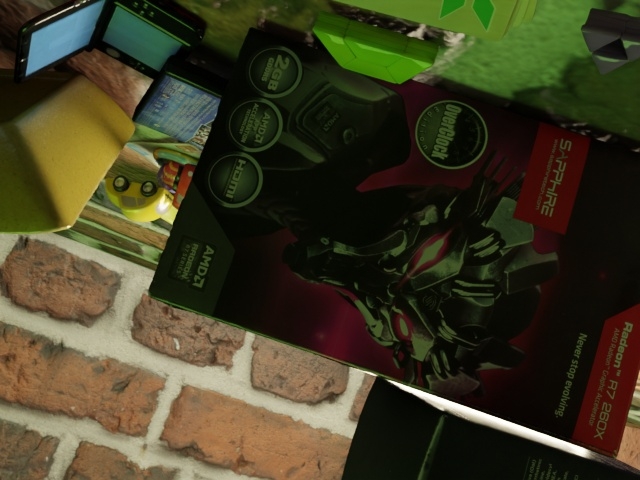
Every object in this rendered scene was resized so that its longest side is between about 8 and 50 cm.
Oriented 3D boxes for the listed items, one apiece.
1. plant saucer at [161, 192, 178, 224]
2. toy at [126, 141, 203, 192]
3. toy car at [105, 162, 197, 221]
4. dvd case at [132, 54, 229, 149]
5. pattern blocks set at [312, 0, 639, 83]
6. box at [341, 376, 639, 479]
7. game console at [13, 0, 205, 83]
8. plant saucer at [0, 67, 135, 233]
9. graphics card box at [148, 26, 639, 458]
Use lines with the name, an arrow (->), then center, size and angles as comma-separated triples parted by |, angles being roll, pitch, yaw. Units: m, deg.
plant saucer -> -0.201, -0.036, 1.132 | 0.241, 0.037, 0.241 | 17, 166, 5
toy -> -0.183, -0.089, 0.868 | 0.237, 0.056, 0.137 | 6, 159, 44
toy car -> -0.166, -0.031, 0.854 | 0.239, 0.053, 0.225 | 0, 159, 42
dvd case -> -0.065, -0.111, 0.656 | 0.253, 0.022, 0.180 | 20, 167, -24
pattern blocks set -> 0.038, -0.172, 0.320 | 0.325, 0.026, 0.285 | 19, 166, 0
box -> 0.141, 0.201, 0.488 | 0.207, 0.108, 0.153 | 21, 174, -12
game console -> -0.189, -0.163, 0.534 | 0.124, 0.085, 0.144 | 26, 165, -25
plant saucer -> -0.385, -0.115, 0.607 | 0.333, 0.080, 0.332 | 2, -155, -7
graphics card box -> 0.079, -0.001, 0.491 | 0.371, 0.232, 0.094 | 19, 173, 3
